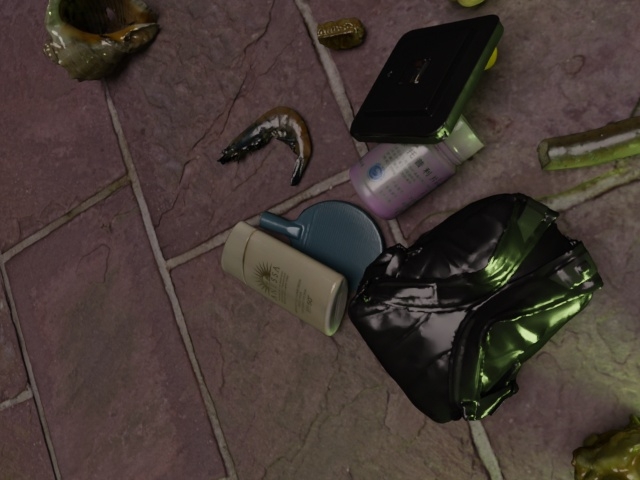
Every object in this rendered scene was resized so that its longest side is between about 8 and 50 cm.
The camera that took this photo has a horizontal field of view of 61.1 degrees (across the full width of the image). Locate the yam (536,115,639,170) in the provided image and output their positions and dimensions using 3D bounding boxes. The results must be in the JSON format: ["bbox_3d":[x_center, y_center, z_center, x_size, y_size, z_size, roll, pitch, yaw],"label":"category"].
[{"bbox_3d":[0.565,-0.187,0.991,0.317,0.067,0.071,-10,72,25],"label":"yam"}]

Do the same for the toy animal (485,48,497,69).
[{"bbox_3d":[0.309,-0.387,1.118,0.114,0.091,0.082,-51,47,38],"label":"toy animal"}]

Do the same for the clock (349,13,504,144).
[{"bbox_3d":[0.196,-0.319,1.077,0.273,0.049,0.279,15,74,54],"label":"clock"}]

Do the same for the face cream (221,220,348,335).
[{"bbox_3d":[-0.096,0.079,1.288,0.348,0.081,0.173,28,129,26],"label":"face cream"}]

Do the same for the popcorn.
[{"bbox_3d":[0.549,0.403,0.948,0.167,0.187,0.185,31,96,-13],"label":"popcorn"}]

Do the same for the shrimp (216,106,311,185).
[{"bbox_3d":[-0.138,-0.204,1.349,0.262,0.051,0.198,-27,79,21],"label":"shrimp"}]

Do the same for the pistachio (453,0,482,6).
[{"bbox_3d":[0.320,-0.584,1.076,0.157,0.157,0.229,37,100,22],"label":"pistachio"}]

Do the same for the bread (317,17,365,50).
[{"bbox_3d":[0.050,-0.474,1.250,0.110,0.060,0.066,-2,103,23],"label":"bread"}]

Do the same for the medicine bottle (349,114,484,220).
[{"bbox_3d":[0.196,-0.168,1.126,0.254,0.152,0.152,-38,74,23],"label":"medicine bottle"}]

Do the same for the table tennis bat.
[{"bbox_3d":[0.000,0.000,1.286,0.329,0.044,0.215,20,103,23],"label":"table tennis bat"}]

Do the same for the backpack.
[{"bbox_3d":[0.285,0.112,1.036,0.445,0.255,0.363,-46,78,16],"label":"backpack"}]

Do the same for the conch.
[{"bbox_3d":[-0.625,-0.595,1.503,0.324,0.263,0.186,-27,50,-11],"label":"conch"}]
